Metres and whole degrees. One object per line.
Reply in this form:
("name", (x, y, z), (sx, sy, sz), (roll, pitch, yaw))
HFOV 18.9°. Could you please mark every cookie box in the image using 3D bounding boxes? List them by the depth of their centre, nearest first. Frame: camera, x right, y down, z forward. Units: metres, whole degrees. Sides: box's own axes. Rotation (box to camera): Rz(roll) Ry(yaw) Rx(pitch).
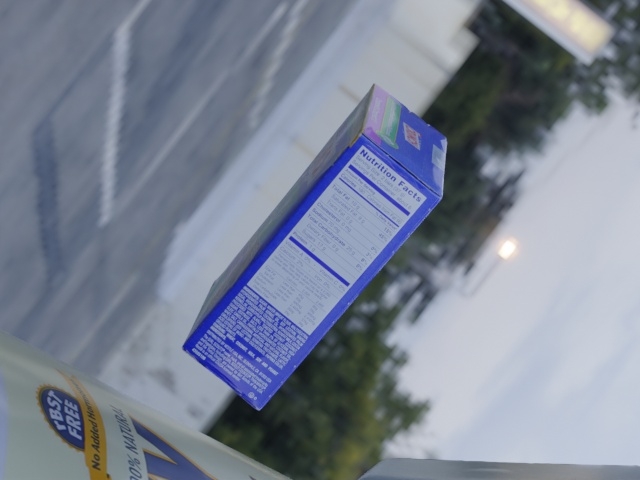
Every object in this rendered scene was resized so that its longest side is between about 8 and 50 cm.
("cookie box", (0.000, 0.000, 0.726), (0.107, 0.040, 0.092), (-50, -174, 15))

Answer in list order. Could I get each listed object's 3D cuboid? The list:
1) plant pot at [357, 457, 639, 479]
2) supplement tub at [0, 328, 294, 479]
("plant pot", (0.121, 0.260, 1.178), (0.252, 0.247, 0.248), (25, 66, -74))
("supplement tub", (-0.145, 0.157, 0.768), (0.235, 0.325, 0.235), (-30, -136, 34))
